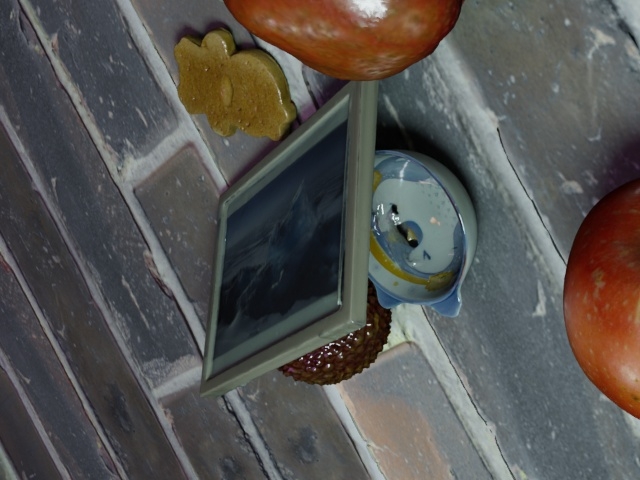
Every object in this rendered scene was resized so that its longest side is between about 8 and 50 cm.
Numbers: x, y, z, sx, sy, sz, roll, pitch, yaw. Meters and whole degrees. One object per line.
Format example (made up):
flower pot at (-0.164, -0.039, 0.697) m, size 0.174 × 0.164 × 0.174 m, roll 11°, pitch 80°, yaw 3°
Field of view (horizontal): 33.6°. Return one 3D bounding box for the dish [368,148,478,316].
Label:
dish at (0.118, -0.027, 1.349) m, size 0.228 × 0.086 × 0.236 m, roll -1°, pitch 109°, yaw 47°

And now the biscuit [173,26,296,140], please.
biscuit at (-0.123, -0.223, 1.534) m, size 0.225 × 0.036 × 0.166 m, roll 18°, pitch 122°, yaw 36°

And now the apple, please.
apple at (0.358, 0.059, 1.023) m, size 0.260 × 0.260 × 0.216 m, roll 24°, pitch 149°, yaw 36°

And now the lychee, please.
lychee at (0.015, 0.109, 1.453) m, size 0.188 × 0.188 × 0.188 m, roll 22°, pitch 124°, yaw 37°

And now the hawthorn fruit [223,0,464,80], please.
hawthorn fruit at (0.026, -0.315, 1.137) m, size 0.295 × 0.311 × 0.295 m, roll -31°, pitch 48°, yaw 42°

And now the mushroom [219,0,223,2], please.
mushroom at (-0.145, -0.442, 1.357) m, size 0.267 × 0.164 × 0.189 m, roll 44°, pitch 175°, yaw -29°

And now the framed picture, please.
framed picture at (-0.052, 0.012, 1.400) m, size 0.446 × 0.028 × 0.326 m, roll -35°, pitch 46°, yaw 56°
